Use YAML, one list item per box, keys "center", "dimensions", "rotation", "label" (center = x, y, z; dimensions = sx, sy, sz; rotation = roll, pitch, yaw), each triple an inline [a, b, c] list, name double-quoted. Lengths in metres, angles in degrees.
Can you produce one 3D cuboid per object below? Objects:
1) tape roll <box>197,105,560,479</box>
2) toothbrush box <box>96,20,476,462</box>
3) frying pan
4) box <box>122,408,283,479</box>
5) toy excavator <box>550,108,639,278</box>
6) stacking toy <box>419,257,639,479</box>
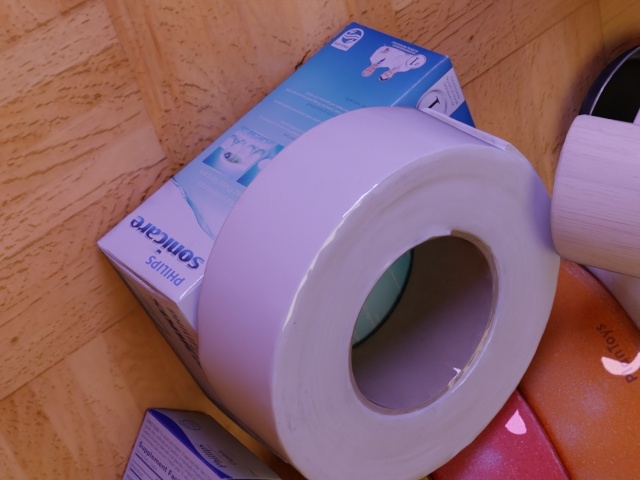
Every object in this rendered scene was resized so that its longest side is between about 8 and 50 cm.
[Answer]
- center: [0.050, 0.044, 0.900]
  dimensions: [0.286, 0.100, 0.286]
  rotation: [-19, 123, -32]
  label: "tape roll"
- center: [0.000, 0.000, 0.992]
  dimensions: [0.295, 0.126, 0.216]
  rotation: [-44, 133, -16]
  label: "toothbrush box"
- center: [0.339, -0.067, 1.303]
  dimensions: [0.197, 0.053, 0.326]
  rotation: [-21, 125, -31]
  label: "frying pan"
- center: [-0.111, 0.232, 1.010]
  dimensions: [0.072, 0.126, 0.137]
  rotation: [12, 103, -42]
  label: "box"
- center: [0.320, -0.234, 0.947]
  dimensions: [0.433, 0.222, 0.445]
  rotation: [-35, 132, -53]
  label: "toy excavator"
- center: [0.108, 0.231, 1.094]
  dimensions: [0.480, 0.350, 0.351]
  rotation: [-23, 126, -8]
  label: "stacking toy"
